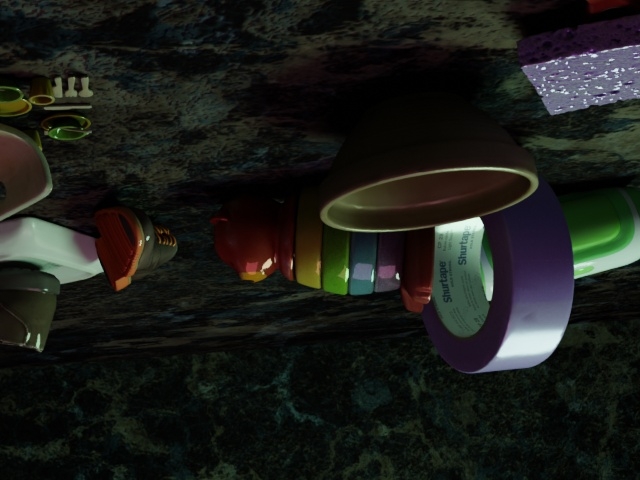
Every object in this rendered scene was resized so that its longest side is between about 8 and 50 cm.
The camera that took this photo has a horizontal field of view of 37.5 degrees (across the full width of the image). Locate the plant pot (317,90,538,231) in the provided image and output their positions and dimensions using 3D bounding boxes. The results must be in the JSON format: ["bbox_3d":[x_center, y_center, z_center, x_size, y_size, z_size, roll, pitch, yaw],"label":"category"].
[{"bbox_3d":[0.109,-0.090,1.023,0.237,0.110,0.237,-7,168,-1],"label":"plant pot"}]

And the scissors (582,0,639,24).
[{"bbox_3d":[0.210,-0.218,0.745,0.109,0.021,0.297,-15,164,40],"label":"scissors"}]

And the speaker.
[{"bbox_3d":[0.353,0.005,1.460,0.296,0.131,0.131,-14,167,-4],"label":"speaker"}]

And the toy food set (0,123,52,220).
[{"bbox_3d":[-0.440,-0.056,0.875,0.306,0.092,0.219,13,156,-43],"label":"toy food set"}]

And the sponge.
[{"bbox_3d":[0.264,-0.165,0.909,0.117,0.031,0.210,-8,173,20],"label":"sponge"}]

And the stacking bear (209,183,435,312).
[{"bbox_3d":[0.000,0.000,1.254,0.289,0.164,0.175,4,169,2],"label":"stacking bear"}]

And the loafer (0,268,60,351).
[{"bbox_3d":[-0.552,0.126,1.344,0.366,0.130,0.134,-9,167,9],"label":"loafer"}]

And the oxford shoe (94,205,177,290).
[{"bbox_3d":[-0.248,-0.004,1.290,0.098,0.097,0.271,-24,177,-20],"label":"oxford shoe"}]

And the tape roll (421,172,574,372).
[{"bbox_3d":[0.221,0.035,1.252,0.090,0.275,0.275,-2,166,-20],"label":"tape roll"}]

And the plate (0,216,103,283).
[{"bbox_3d":[-0.462,0.034,1.391,0.278,0.045,0.277,-11,166,17],"label":"plate"}]

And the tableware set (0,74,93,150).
[{"bbox_3d":[-0.269,-0.117,0.896,0.104,0.024,0.154,-3,167,-16],"label":"tableware set"}]
